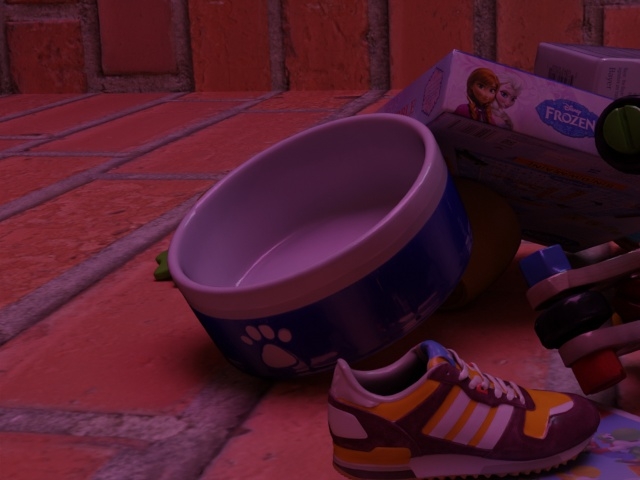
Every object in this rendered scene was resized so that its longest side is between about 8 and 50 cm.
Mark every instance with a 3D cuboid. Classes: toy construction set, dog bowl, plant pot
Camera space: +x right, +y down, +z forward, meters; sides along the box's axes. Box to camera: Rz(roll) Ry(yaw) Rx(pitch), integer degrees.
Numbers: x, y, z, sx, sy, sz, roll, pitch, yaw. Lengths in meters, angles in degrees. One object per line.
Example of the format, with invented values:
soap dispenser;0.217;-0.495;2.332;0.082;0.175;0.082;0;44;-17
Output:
toy construction set;0.335;0.042;0.886;0.309;0.257;0.237;43;16;31
dog bowl;0.000;0.000;1.056;0.264;0.104;0.265;-21;29;12
plant pot;0.130;0.015;1.193;0.134;0.134;0.095;4;43;23

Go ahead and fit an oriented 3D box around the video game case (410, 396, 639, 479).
video game case;0.202;0.168;0.720;0.204;0.025;0.285;-12;16;-35

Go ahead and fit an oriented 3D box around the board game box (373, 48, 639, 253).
board game box;0.211;-0.078;1.215;0.318;0.066;0.318;15;-15;-16

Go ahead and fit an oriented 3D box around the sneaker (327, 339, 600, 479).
sneaker;0.097;0.106;0.761;0.185;0.084;0.069;-6;14;-13

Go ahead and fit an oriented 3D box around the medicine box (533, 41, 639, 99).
medicine box;0.469;-0.185;1.622;0.289;0.149;0.263;3;14;-8

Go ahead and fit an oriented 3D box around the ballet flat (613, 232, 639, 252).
ballet flat;0.504;-0.026;1.360;0.342;0.116;0.124;-4;-6;9

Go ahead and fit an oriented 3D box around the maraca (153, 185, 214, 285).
maraca;-0.115;-0.008;1.371;0.185;0.099;0.127;-41;30;-27
